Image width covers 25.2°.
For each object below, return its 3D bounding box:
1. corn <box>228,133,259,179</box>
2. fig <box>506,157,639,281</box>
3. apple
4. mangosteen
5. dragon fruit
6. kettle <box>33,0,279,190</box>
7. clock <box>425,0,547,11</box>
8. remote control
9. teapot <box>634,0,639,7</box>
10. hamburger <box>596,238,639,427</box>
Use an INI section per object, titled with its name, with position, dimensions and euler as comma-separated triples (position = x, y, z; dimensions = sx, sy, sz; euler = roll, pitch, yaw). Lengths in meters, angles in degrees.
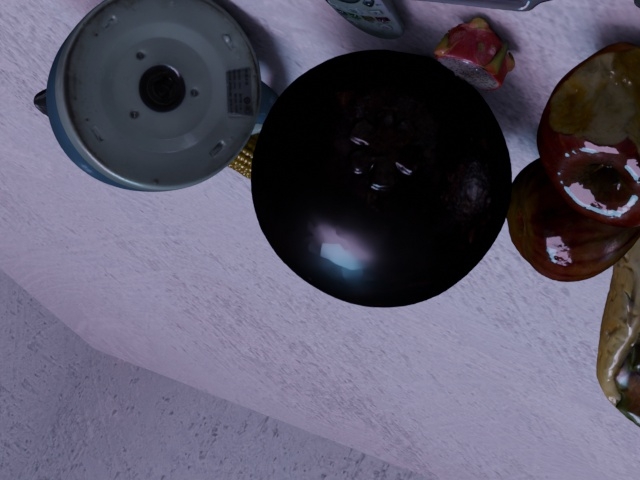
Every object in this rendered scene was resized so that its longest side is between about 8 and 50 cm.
[corn]
position = -0.070, -0.107, 2.063
dimensions = 0.207, 0.068, 0.068
euler = 30, 162, -1
[fig]
position = 0.301, -0.036, 1.606
dimensions = 0.202, 0.148, 0.149
euler = -22, 177, 24
[apple]
position = 0.291, -0.104, 1.389
dimensions = 0.156, 0.158, 0.147
euler = 28, 148, 4
[mangosteen]
position = 0.057, -0.061, 1.620
dimensions = 0.297, 0.297, 0.313
euler = 33, 148, -12
[dragon fruit]
position = 0.168, -0.196, 1.490
dimensions = 0.083, 0.056, 0.060
euler = 34, 164, -28
[kettle]
position = -0.206, -0.176, 1.872
dimensions = 0.319, 0.247, 0.342
euler = 7, 177, -18
[clock]
position = 0.093, -0.299, 1.276
dimensions = 0.253, 0.083, 0.186
euler = 15, 158, 38
[remote control]
position = 0.017, -0.287, 1.487
dimensions = 0.097, 0.045, 0.256
euler = 18, 163, 32
[teapot]
position = 0.285, -0.221, 1.038
dimensions = 0.294, 0.129, 0.193
euler = 64, 175, -31
[hamburger]
position = 0.442, 0.148, 1.773
dimensions = 0.162, 0.209, 0.330
euler = 6, 150, 49
